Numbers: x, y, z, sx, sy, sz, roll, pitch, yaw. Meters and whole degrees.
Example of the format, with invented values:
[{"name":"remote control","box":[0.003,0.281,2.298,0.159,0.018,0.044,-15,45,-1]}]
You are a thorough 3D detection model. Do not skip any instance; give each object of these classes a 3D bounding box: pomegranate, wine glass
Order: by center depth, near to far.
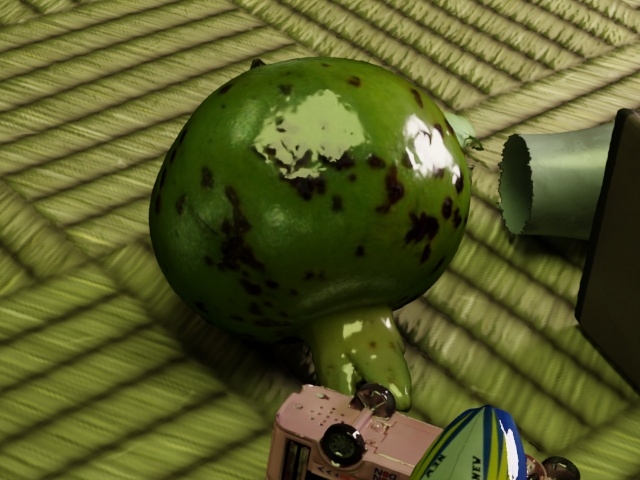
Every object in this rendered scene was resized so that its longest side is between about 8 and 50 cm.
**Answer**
[{"name":"pomegranate","box":[0.000,0.000,0.932,0.211,0.211,0.263,-11,74,-22]},{"name":"wine glass","box":[0.239,-0.042,1.090,0.202,0.093,0.093,1,36,-11]}]

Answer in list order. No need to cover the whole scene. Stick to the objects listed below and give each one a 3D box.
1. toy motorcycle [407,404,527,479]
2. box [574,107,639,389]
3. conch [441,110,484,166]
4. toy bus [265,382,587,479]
[{"name":"toy motorcycle","box":[0.042,0.215,0.629,0.113,0.169,0.315,-1,40,26]},{"name":"box","box":[0.305,0.040,0.910,0.153,0.188,0.252,-13,38,-23]},{"name":"conch","box":[0.055,-0.076,1.131,0.106,0.079,0.170,34,29,24]},{"name":"toy bus","box":[0.068,0.148,0.808,0.203,0.090,0.063,18,28,17]}]
